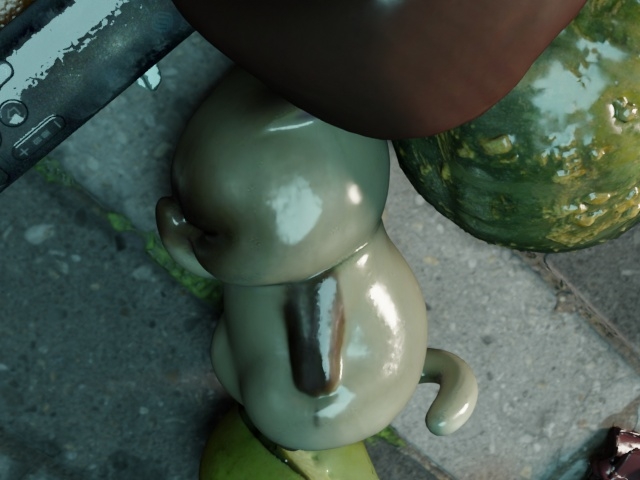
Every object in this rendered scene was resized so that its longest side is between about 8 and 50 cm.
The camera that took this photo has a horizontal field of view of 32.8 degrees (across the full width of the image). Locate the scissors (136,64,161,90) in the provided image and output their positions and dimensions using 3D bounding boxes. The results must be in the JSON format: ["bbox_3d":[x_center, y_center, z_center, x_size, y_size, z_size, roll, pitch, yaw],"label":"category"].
[{"bbox_3d":[-0.210,-0.323,0.869,0.193,0.029,0.447,-20,118,-5],"label":"scissors"}]

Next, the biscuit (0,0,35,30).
[{"bbox_3d":[-0.297,-0.176,0.911,0.192,0.036,0.186,-40,120,4],"label":"biscuit"}]

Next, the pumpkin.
[{"bbox_3d":[0.198,-0.153,0.915,0.327,0.257,0.291,-63,157,-6],"label":"pumpkin"}]

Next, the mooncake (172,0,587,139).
[{"bbox_3d":[0.051,-0.227,0.756,0.334,0.326,0.174,-15,150,37],"label":"mooncake"}]

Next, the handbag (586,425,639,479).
[{"bbox_3d":[0.395,0.343,1.318,0.216,0.074,0.203,19,107,-22],"label":"handbag"}]

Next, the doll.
[{"bbox_3d":[-0.020,0.024,0.981,0.226,0.215,0.370,-24,115,-3],"label":"doll"}]

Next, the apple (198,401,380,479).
[{"bbox_3d":[-0.028,0.256,1.092,0.174,0.188,0.207,-25,129,-4],"label":"apple"}]

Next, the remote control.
[{"bbox_3d":[-0.269,-0.105,0.912,0.377,0.044,0.107,-39,119,2],"label":"remote control"}]
